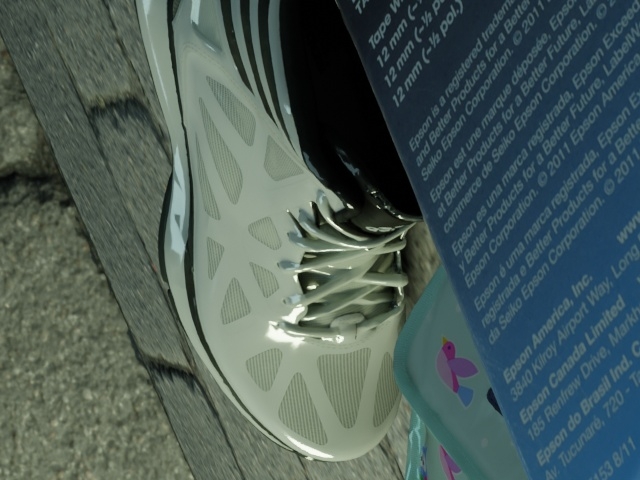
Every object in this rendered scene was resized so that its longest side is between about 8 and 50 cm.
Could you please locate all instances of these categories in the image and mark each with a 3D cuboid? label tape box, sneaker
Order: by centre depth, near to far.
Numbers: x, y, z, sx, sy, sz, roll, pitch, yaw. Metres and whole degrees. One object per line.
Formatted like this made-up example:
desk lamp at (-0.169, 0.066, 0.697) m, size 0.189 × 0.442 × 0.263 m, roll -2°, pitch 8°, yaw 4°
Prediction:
label tape box at (0.126, -0.098, 0.635) m, size 0.249 × 0.115 × 0.348 m, roll -55°, pitch 40°, yaw 40°
sneaker at (-0.001, 0.000, 1.277) m, size 0.257 × 0.169 × 0.447 m, roll 42°, pitch 150°, yaw 58°

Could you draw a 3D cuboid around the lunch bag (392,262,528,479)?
lunch bag at (0.146, 0.121, 1.015) m, size 0.223 × 0.160 × 0.262 m, roll -128°, pitch 32°, yaw -49°
